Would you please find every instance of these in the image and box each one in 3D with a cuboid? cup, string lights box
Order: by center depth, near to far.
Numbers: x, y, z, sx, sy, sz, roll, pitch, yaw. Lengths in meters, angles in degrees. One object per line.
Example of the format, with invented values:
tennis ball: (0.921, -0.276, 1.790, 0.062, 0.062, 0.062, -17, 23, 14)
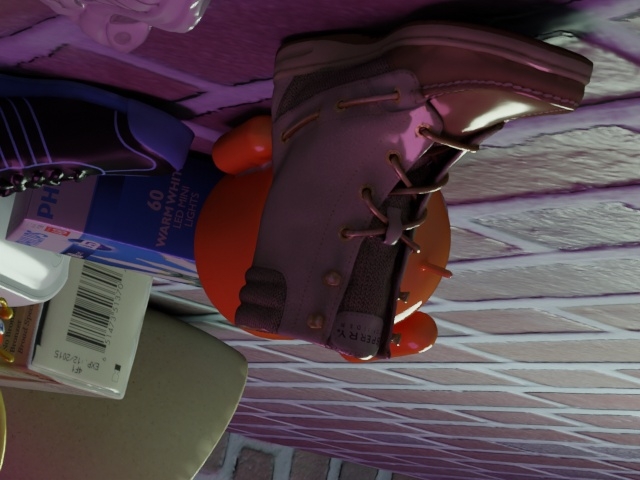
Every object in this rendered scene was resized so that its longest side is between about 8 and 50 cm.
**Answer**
string lights box: (-0.090, -0.011, 1.347, 0.259, 0.077, 0.133, 14, 170, -13)
cup: (-0.277, 0.188, 2.083, 0.237, 0.331, 0.331, 40, 161, -15)

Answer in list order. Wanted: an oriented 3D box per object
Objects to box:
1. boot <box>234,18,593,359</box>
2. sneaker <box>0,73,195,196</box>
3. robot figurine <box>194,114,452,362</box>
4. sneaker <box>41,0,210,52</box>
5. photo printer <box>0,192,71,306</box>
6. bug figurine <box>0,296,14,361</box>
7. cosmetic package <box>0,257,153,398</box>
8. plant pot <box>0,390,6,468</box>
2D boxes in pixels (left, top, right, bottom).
boot: (0.040, -0.021, 0.915, 0.077, 0.165, 0.213, 19, 169, -38)
sneaker: (-0.201, -0.059, 1.179, 0.232, 0.090, 0.081, 12, 169, 0)
robot figurine: (0.002, 0.001, 1.182, 0.128, 0.158, 0.219, -2, 176, -27)
sneaker: (-0.096, -0.131, 0.709, 0.115, 0.090, 0.232, 18, 167, -16)
photo printer: (-0.358, -0.026, 1.470, 0.256, 0.107, 0.307, 7, 168, 22)
bug figurine: (-0.355, 0.043, 1.350, 0.216, 0.072, 0.279, 13, 174, 16)
cosmetic package: (-0.313, 0.056, 1.746, 0.296, 0.153, 0.129, 0, 164, 41)
plant pot: (-0.440, 0.153, 1.622, 0.254, 0.254, 0.239, 20, -178, -38)
